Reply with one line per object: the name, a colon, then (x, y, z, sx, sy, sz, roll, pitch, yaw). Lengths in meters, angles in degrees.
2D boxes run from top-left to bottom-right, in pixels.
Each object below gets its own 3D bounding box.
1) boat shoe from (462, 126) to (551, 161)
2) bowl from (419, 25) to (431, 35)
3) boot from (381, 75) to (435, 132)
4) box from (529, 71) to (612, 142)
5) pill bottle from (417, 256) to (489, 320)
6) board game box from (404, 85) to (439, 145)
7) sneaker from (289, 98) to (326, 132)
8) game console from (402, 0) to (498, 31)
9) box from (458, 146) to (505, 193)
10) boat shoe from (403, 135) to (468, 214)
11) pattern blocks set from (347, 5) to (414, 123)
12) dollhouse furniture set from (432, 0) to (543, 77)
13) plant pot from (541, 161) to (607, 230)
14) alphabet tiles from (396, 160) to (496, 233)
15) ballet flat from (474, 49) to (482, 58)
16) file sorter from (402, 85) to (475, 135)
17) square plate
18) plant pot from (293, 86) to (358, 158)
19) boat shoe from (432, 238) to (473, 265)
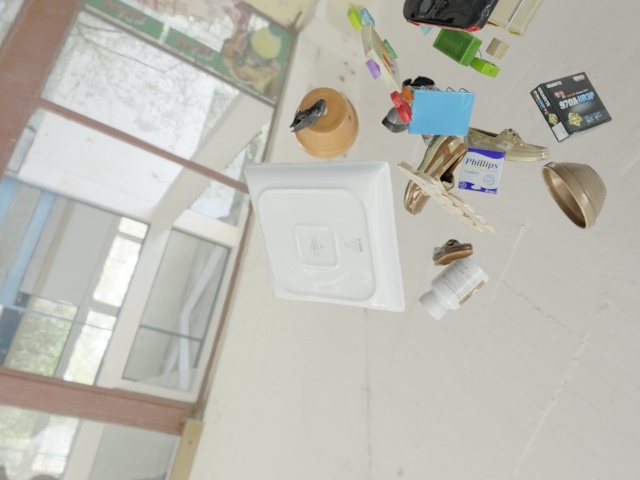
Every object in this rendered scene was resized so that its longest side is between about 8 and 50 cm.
boat shoe: (0.629, -0.331, 1.725, 0.302, 0.109, 0.098, 18, -65, 36)
bowl: (0.295, -0.763, 1.430, 0.163, 0.311, 0.312, -26, -138, 19)
boot: (0.413, -0.569, 2.090, 0.118, 0.338, 0.223, 44, -47, 16)
box: (0.741, -0.396, 1.494, 0.175, 0.220, 0.051, 65, -29, 9)
pill bottle: (0.455, 0.164, 1.752, 0.229, 0.131, 0.131, -44, -151, 4)
board game box: (0.383, -0.417, 1.739, 0.136, 0.260, 0.030, 17, -115, 42)
sneaker: (-0.050, -0.480, 1.947, 0.170, 0.089, 0.051, -48, -125, 48)
game console: (0.344, -0.648, 1.097, 0.387, 0.060, 0.342, -62, -155, 15)
box: (0.523, -0.229, 1.643, 0.072, 0.126, 0.137, -26, 125, -64)
boat shoe: (0.379, -0.204, 1.671, 0.120, 0.122, 0.324, 42, -43, 23)
pattern blocks set: (0.151, -0.449, 1.259, 0.026, 0.285, 0.325, -27, -153, 26)
dollhouse furniture set: (0.534, -0.698, 1.590, 0.151, 0.197, 0.302, 58, -47, 40)
plant pot: (0.799, -0.159, 1.566, 0.109, 0.237, 0.237, -32, -144, 12)
alphabet tiles: (0.317, -0.108, 1.307, 0.021, 0.284, 0.278, -53, -139, 5)
ballet flat: (0.500, -0.722, 1.822, 0.077, 0.091, 0.241, -26, -121, 15)
file sorter: (0.326, -0.370, 1.424, 0.105, 0.170, 0.118, -101, -166, -59)
square plate: (0.000, 0.000, 1.100, 0.343, 0.348, 0.049, 3, -153, 29)
plant pot: (0.019, -0.510, 2.136, 0.203, 0.290, 0.291, 52, 57, -83)
boat shoe: (0.426, 0.031, 1.658, 0.207, 0.073, 0.073, 146, -52, -67)
